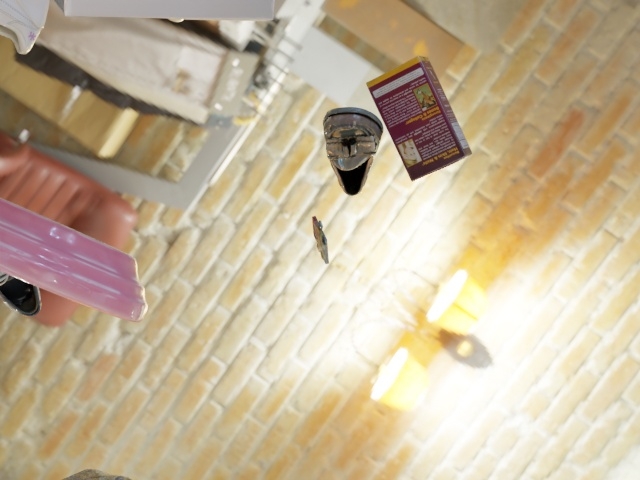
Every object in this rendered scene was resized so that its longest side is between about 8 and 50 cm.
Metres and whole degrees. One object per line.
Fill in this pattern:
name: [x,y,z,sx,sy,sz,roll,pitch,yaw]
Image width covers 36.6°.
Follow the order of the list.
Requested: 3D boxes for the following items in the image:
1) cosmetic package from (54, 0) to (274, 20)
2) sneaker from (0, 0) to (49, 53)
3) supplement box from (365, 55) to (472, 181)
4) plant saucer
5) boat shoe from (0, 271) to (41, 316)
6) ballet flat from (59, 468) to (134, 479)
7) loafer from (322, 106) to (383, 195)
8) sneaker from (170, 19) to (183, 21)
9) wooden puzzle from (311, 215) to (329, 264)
cosmetic package: [-0.180,-0.290,1.117,0.099,0.239,0.060,-131,-138,-58]
sneaker: [-0.486,-0.319,1.195,0.114,0.305,0.152,-177,-82,-68]
supplement box: [0.169,-0.207,1.648,0.104,0.188,0.081,-25,-179,20]
plant saucer: [-0.380,0.011,1.309,0.332,0.332,0.084,130,-16,-83]
boat shoe: [-0.546,0.046,1.680,0.095,0.079,0.254,-33,149,-25]
ballet flat: [-0.393,0.380,1.253,0.349,0.123,0.123,-11,147,-42]
loafer: [0.056,-0.142,1.584,0.267,0.096,0.084,65,26,-78]
sneaker: [-0.190,-0.438,1.418,0.148,0.131,0.350,-58,-162,24]
wooden puzzle: [0.000,0.000,1.326,0.006,0.049,0.083,-17,138,-10]
